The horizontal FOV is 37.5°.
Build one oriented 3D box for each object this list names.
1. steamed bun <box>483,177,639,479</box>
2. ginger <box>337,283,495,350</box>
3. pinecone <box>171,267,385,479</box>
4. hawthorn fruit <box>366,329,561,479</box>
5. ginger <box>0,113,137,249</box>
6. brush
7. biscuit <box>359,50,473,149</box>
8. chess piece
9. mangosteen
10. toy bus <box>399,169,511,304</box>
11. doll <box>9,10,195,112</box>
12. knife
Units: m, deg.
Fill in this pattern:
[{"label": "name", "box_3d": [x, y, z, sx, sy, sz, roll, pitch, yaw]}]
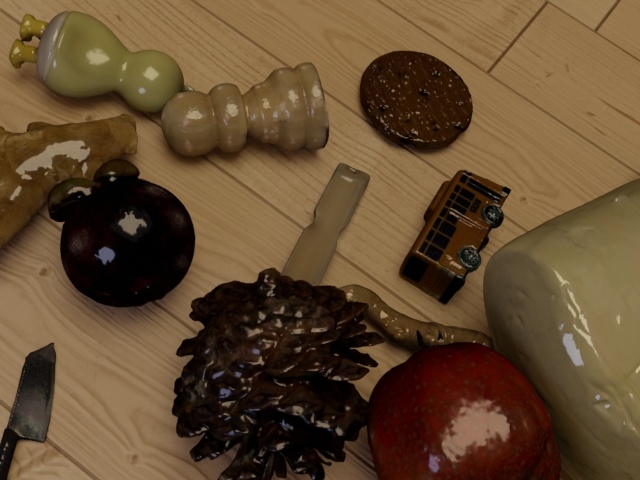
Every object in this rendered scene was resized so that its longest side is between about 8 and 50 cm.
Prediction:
[{"label": "steamed bun", "box_3d": [0.452, 0.166, 1.342, 0.371, 0.290, 0.456, -26, 79, -22]}, {"label": "ginger", "box_3d": [0.127, 0.130, 1.417, 0.288, 0.075, 0.089, 17, 18, -1]}, {"label": "pinecone", "box_3d": [-0.056, 0.187, 1.235, 0.242, 0.298, 0.296, 24, 80, -44]}, {"label": "hawthorn fruit", "box_3d": [0.182, 0.244, 1.277, 0.254, 0.254, 0.300, -2, 46, -13]}, {"label": "ginger", "box_3d": [-0.453, -0.087, 1.386, 0.348, 0.122, 0.363, -1, 51, -3]}, {"label": "brush", "box_3d": [0.000, 0.000, 1.481, 0.060, 0.050, 0.321, 23, 51, 4]}, {"label": "biscuit", "box_3d": [0.167, -0.249, 1.658, 0.212, 0.036, 0.212, 6, 59, -9]}, {"label": "chess piece", "box_3d": [-0.125, -0.197, 1.517, 0.260, 0.143, 0.143, -11, 64, -13]}, {"label": "mangosteen", "box_3d": [-0.275, -0.005, 1.331, 0.209, 0.210, 0.210, 5, 60, -9]}, {"label": "toy bus", "box_3d": [0.214, -0.013, 1.502, 0.114, 0.098, 0.201, 30, 61, 5]}, {"label": "doll", "box_3d": [-0.347, -0.279, 1.529, 0.296, 0.117, 0.141, 22, 65, -15]}, {"label": "knife", "box_3d": [-0.395, 0.240, 1.272, 0.060, 0.028, 0.230, 18, 55, -16]}]
